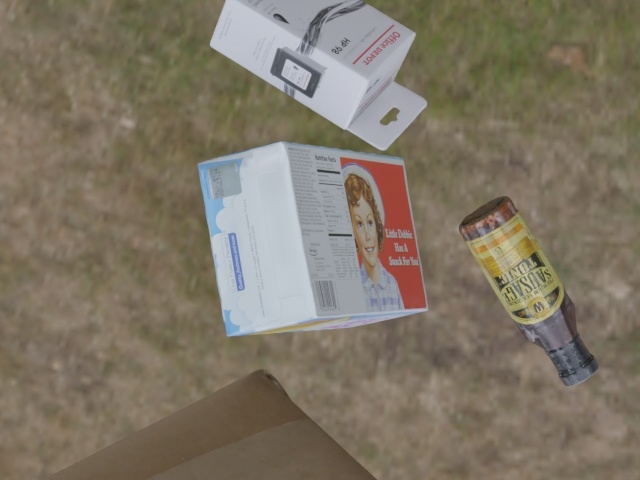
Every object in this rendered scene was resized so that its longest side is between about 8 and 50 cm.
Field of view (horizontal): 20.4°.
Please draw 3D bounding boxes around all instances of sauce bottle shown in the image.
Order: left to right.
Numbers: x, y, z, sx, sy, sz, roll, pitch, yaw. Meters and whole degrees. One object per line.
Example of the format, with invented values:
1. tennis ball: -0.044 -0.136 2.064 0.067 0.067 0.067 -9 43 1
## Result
1. sauce bottle: 0.137 0.034 1.138 0.042 0.042 0.128 -29 99 33

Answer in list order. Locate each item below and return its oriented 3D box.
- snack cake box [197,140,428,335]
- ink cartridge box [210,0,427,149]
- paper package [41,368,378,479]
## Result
1. snack cake box: 0.000 0.000 1.579 0.089 0.152 0.264 -13 174 24
2. ink cartridge box: 0.009 -0.165 1.538 0.180 0.104 0.060 32 130 8
3. paper package: -0.097 0.260 0.715 0.325 0.168 0.309 -26 134 -27
